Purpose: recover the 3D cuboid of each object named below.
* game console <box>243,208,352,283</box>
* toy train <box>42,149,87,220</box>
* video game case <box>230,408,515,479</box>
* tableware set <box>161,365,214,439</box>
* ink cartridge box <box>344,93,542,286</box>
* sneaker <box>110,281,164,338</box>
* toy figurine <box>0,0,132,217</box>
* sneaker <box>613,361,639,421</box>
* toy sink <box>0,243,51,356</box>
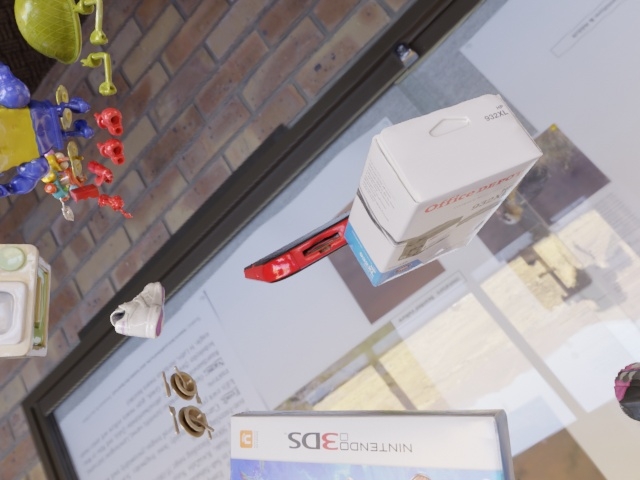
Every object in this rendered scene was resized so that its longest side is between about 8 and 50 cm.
[{"bbox_3d":[0.000,0.000,1.264,0.387,0.060,0.342,-29,-177,-19],"label":"game console"},{"bbox_3d":[-0.502,-0.118,0.993,0.046,0.166,0.125,-25,129,-5],"label":"toy train"},{"bbox_3d":[0.038,0.280,0.403,0.244,0.269,0.061,-10,162,26],"label":"video game case"},{"bbox_3d":[-0.341,0.420,1.296,0.039,0.194,0.128,-40,139,10],"label":"tableware set"},{"bbox_3d":[0.182,-0.069,0.828,0.223,0.129,0.307,-22,158,-15],"label":"ink cartridge box"},{"bbox_3d":[-0.562,0.205,1.535,0.152,0.305,0.114,2,104,-17],"label":"sneaker"},{"bbox_3d":[-0.425,-0.171,0.698,0.217,0.191,0.362,-27,139,-39],"label":"toy figurine"},{"bbox_3d":[0.416,0.177,0.584,0.178,0.077,0.072,-16,180,-34],"label":"sneaker"},{"bbox_3d":[-0.459,0.088,0.686,0.131,0.152,0.234,0,166,-19],"label":"toy sink"}]
